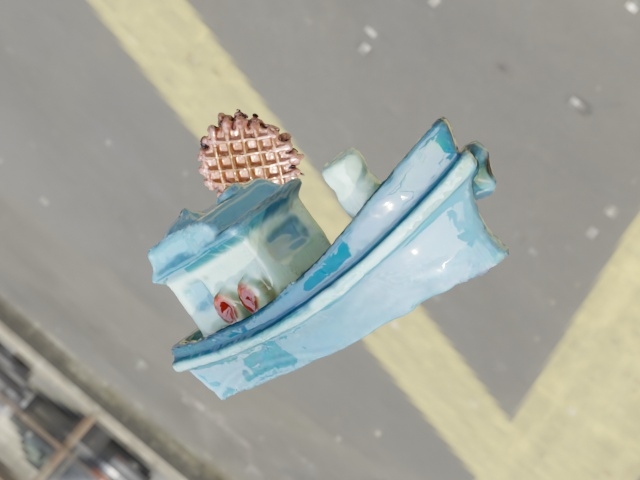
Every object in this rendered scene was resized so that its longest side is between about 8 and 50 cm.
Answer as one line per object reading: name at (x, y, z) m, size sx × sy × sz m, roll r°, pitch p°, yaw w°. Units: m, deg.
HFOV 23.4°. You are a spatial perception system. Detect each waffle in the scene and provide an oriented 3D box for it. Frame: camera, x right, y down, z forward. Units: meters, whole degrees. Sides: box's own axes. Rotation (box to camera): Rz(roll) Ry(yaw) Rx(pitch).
waffle at (-0.055, -0.060, 1.189) m, size 0.083 × 0.029 × 0.075 m, roll 27°, pitch 120°, yaw -5°

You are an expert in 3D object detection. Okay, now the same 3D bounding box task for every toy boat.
toy boat at (0.000, 0.000, 0.740) m, size 0.098 × 0.109 × 0.238 m, roll 56°, pitch 141°, yaw -4°
